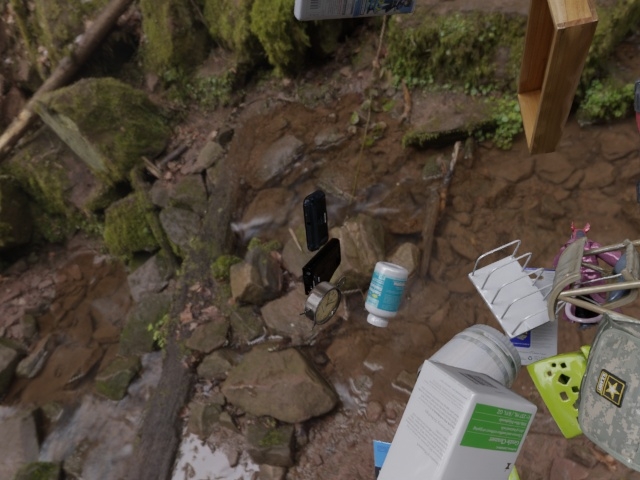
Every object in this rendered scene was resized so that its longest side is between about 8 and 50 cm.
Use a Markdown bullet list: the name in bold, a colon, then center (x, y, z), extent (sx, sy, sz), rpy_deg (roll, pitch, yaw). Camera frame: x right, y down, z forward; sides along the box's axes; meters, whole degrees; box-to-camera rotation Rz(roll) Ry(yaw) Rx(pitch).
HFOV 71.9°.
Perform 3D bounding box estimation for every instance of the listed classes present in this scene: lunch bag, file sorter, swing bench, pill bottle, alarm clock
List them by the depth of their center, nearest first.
- **lunch bag**: center (0.634, 0.294, 0.895), extent (0.168, 0.287, 0.236), rpy_deg (15, 97, 25)
- **swing bench**: center (0.777, 0.105, 1.217), extent (0.254, 0.166, 0.253), rpy_deg (3, 26, 33)
- **alarm clock**: center (0.017, 0.178, 1.368), extent (0.064, 0.130, 0.192), rpy_deg (30, 61, 33)
- **file sorter**: center (0.696, 0.164, 1.568), extent (0.192, 0.173, 0.278), rpy_deg (-22, 58, -6)
- **pill bottle**: center (0.279, 0.234, 1.906), extent (0.146, 0.146, 0.265), rpy_deg (19, 98, 33)

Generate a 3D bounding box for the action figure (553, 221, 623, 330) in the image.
- **action figure**: center (0.867, 0.110, 1.484), extent (0.248, 0.275, 0.371), rpy_deg (-19, 65, 49)

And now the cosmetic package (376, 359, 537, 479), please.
- **cosmetic package**: center (0.258, 0.454, 0.899), extent (0.155, 0.196, 0.366), rpy_deg (24, 96, 63)

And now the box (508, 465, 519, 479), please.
- **box**: center (0.543, 0.704, 1.316), extent (0.042, 0.109, 0.179), rpy_deg (-1, 58, -15)

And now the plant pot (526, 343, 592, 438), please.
- **plant pot**: center (0.805, 0.434, 1.327), extent (0.207, 0.228, 0.227), rpy_deg (-42, 57, 33)

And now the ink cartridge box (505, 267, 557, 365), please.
- **ink cartridge box**: center (0.808, 0.292, 1.693), extent (0.175, 0.069, 0.372), rpy_deg (3, 86, 12)

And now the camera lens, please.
- **camera lens**: center (0.454, 0.415, 1.363), extent (0.274, 0.220, 0.219), rpy_deg (-30, 46, -27)

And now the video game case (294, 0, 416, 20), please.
- **video game case**: center (0.102, -0.618, 0.879), extent (0.299, 0.329, 0.036), rpy_deg (-15, 54, -21)

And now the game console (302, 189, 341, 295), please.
- **game console**: center (0.000, 0.000, 1.499), extent (0.043, 0.362, 0.213), rpy_deg (12, 34, 27)

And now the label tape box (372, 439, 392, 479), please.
- **label tape box**: center (0.275, 0.695, 1.162), extent (0.240, 0.105, 0.335), rpy_deg (-5, 86, 31)

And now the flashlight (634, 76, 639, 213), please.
- **flashlight**: center (0.691, -0.191, 0.885), extent (0.103, 0.304, 0.103), rpy_deg (-6, 47, 34)

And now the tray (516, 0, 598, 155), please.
- **tray**: center (0.511, -0.391, 0.984), extent (0.076, 0.411, 0.203), rpy_deg (-6, 66, 15)
